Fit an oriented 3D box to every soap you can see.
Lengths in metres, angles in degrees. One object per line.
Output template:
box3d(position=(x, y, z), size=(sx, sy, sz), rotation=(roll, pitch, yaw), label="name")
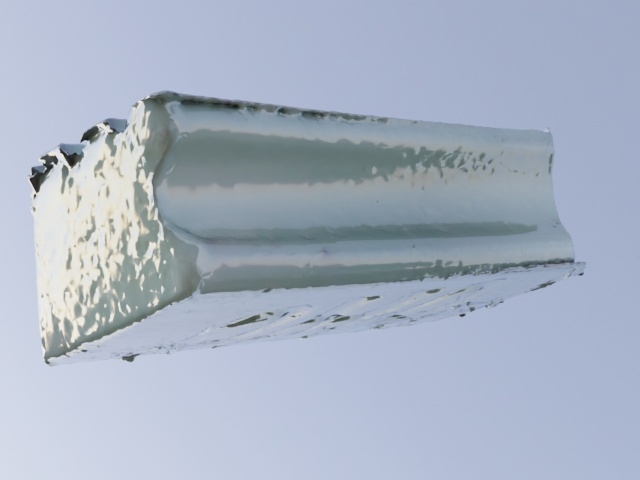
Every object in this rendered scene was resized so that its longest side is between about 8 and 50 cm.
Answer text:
box3d(position=(0.000, 0.000, 0.499), size=(0.150, 0.261, 0.094), rotation=(-18, -103, 49), label="soap")
